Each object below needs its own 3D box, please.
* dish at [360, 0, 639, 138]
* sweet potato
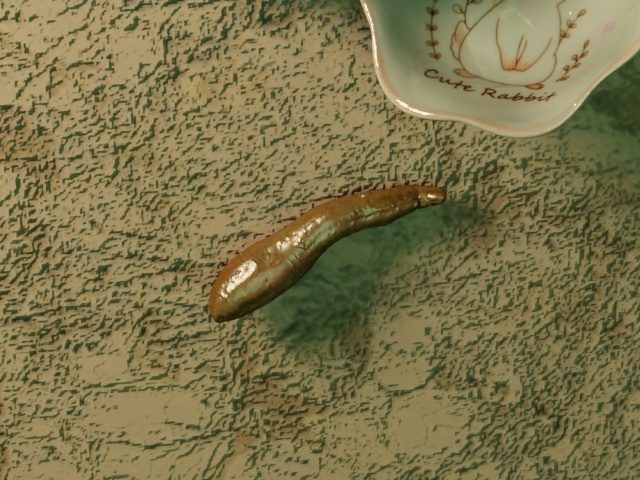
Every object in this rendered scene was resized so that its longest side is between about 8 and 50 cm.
[{"bbox_3d":[0.143,-0.178,1.329,0.229,0.081,0.229,-3,82,17],"label":"dish"},{"bbox_3d":[0.000,-0.001,1.433,0.214,0.050,0.050,-30,113,2],"label":"sweet potato"}]
